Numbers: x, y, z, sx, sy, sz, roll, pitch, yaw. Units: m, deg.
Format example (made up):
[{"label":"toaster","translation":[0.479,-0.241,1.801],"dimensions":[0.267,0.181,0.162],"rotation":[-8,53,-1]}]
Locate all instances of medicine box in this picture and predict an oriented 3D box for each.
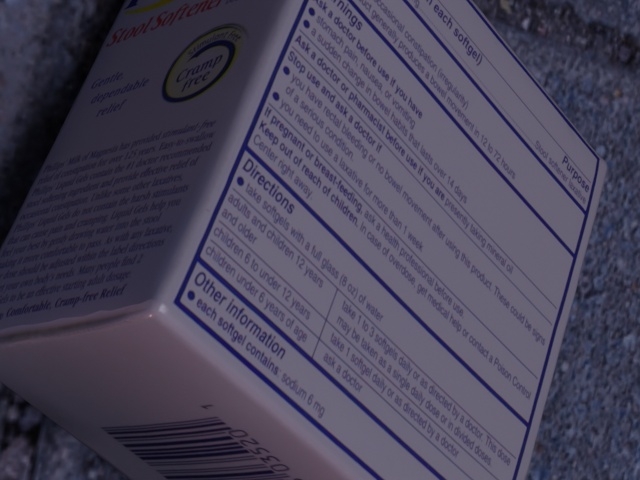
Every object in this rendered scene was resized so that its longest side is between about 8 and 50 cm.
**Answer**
[{"label":"medicine box","translation":[0.000,0.000,0.799],"dimensions":[0.263,0.149,0.289],"rotation":[44,51,-34]}]
